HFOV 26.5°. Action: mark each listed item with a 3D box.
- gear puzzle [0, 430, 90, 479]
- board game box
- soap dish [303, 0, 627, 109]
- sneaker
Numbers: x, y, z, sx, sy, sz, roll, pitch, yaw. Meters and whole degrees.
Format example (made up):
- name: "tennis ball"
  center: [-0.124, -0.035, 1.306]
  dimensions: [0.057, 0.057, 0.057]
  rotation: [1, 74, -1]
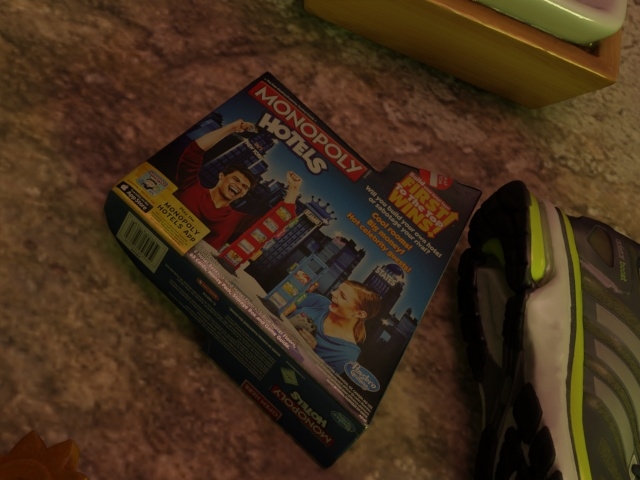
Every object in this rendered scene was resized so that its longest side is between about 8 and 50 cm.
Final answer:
- name: "gear puzzle"
  center: [-0.178, 0.224, 0.540]
  dimensions: [0.044, 0.176, 0.339]
  rotation: [56, 39, -40]
- name: "board game box"
  center: [0.000, 0.000, 0.814]
  dimensions: [0.194, 0.060, 0.194]
  rotation: [44, 50, 6]
- name: "soap dish"
  center: [0.110, -0.245, 0.991]
  dimensions: [0.229, 0.118, 0.290]
  rotation: [21, 53, -12]
- name: "sneaker"
  center: [0.158, 0.107, 0.776]
  dimensions: [0.121, 0.111, 0.299]
  rotation: [9, 63, -17]
